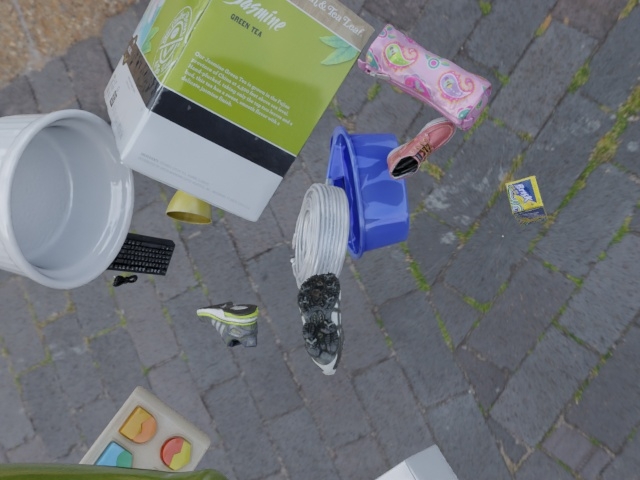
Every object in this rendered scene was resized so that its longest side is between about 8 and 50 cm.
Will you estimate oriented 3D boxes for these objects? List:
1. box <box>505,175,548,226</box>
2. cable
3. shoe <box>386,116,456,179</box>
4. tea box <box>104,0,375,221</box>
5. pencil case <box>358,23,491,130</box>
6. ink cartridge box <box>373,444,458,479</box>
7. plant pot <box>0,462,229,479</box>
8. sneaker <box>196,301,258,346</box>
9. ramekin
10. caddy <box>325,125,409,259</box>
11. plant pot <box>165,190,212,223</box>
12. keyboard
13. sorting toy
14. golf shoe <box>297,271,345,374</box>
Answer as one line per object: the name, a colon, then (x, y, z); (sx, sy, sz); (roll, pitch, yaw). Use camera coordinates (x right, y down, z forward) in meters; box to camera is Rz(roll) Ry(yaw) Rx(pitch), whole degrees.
box: (0.380, -0.069, 1.139); (0.054, 0.169, 0.059); (-16, 78, 21)
cable: (0.000, 0.000, 1.415); (0.089, 0.257, 0.257); (7, 123, -11)
shoe: (0.226, -0.200, 1.379); (0.178, 0.081, 0.063); (-32, 116, 23)
tea box: (-0.145, -0.261, 0.929); (0.323, 0.220, 0.329); (-57, 34, 12)
pencil case: (0.224, -0.349, 1.336); (0.284, 0.124, 0.124); (34, 99, 14)
ink cartridge box: (0.162, 0.591, 1.290); (0.270, 0.198, 0.197); (-40, 66, 18)
plant pot: (-0.249, 0.367, 0.588); (0.353, 0.366, 0.366); (-13, 87, 4)
sneaker: (-0.278, 0.251, 1.838); (0.300, 0.111, 0.121); (-2, 96, 57)
ramekin: (-0.434, -0.069, 0.981); (0.135, 0.277, 0.277); (7, 92, 19)
caddy: (0.100, -0.124, 1.582); (0.179, 0.241, 0.341); (-9, 98, -10)
plant pot: (-0.378, -0.111, 1.820); (0.134, 0.134, 0.095); (3, 76, 16)
keyboard: (-0.355, 0.041, 1.188); (0.023, 0.180, 0.108); (27, 96, 29)
sorting toy: (-0.332, 0.415, 1.187); (0.193, 0.208, 0.038); (42, 147, -15)
golf shoe: (0.003, 0.141, 1.068); (0.077, 0.198, 0.093); (-7, 130, 9)
